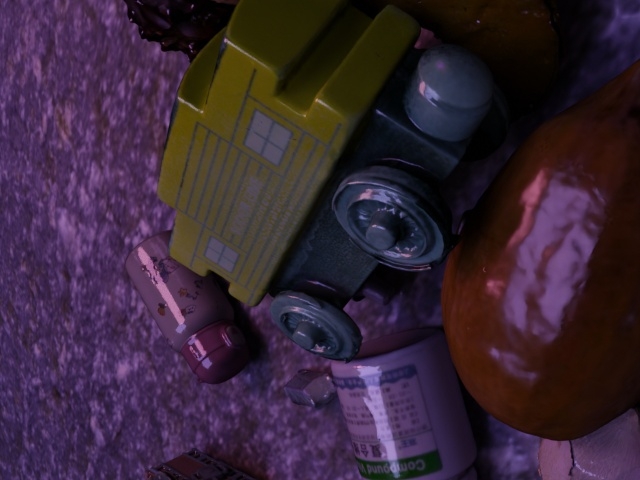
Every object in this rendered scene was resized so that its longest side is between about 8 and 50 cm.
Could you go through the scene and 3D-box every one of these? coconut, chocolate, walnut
[{"bbox_3d":[0.260,0.195,0.760,0.110,0.110,0.125,38,131,33],"label":"coconut"},{"bbox_3d":[-0.149,-0.281,0.993,0.224,0.206,0.177,2,133,8],"label":"chocolate"},{"bbox_3d":[0.216,0.010,0.684,0.209,0.209,0.336,34,125,35],"label":"walnut"}]

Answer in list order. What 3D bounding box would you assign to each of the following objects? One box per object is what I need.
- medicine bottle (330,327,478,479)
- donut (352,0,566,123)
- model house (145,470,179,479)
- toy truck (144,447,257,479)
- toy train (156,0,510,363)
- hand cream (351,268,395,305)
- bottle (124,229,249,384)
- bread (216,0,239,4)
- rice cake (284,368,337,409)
[{"bbox_3d":[0.104,0.227,0.922,0.139,0.139,0.237,-12,95,48],"label":"medicine bottle"},{"bbox_3d":[0.089,-0.198,0.752,0.272,0.107,0.272,15,146,11],"label":"donut"},{"bbox_3d":[-0.248,0.504,1.176,0.207,0.154,0.294,-43,69,48],"label":"model house"},{"bbox_3d":[-0.141,0.432,1.253,0.305,0.136,0.162,10,110,46],"label":"toy truck"},{"bbox_3d":[-0.013,-0.058,0.778,0.272,0.179,0.442,33,148,1],"label":"toy train"},{"bbox_3d":[-0.003,0.001,1.032,0.257,0.050,0.084,44,134,33],"label":"hand cream"},{"bbox_3d":[-0.190,0.103,1.218,0.233,0.110,0.110,55,135,20],"label":"bottle"},{"bbox_3d":[-0.060,-0.331,0.797,0.171,0.314,0.192,-147,38,-82],"label":"bread"},{"bbox_3d":[-0.013,0.186,1.039,0.034,0.043,0.211,52,167,1],"label":"rice cake"}]
